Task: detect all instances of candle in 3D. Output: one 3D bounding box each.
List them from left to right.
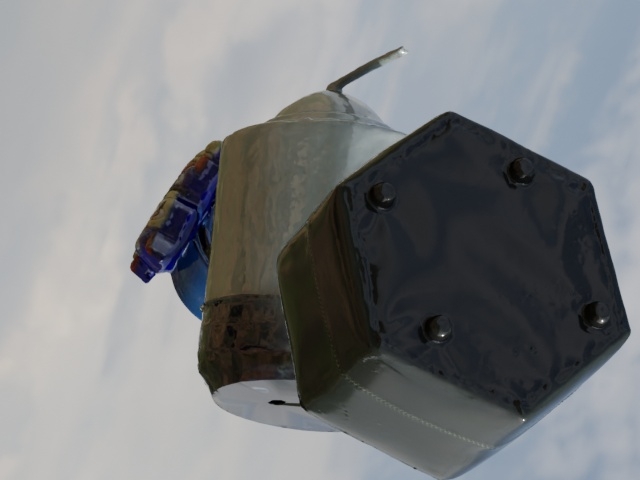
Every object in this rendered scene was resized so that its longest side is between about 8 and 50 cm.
[{"bbox_3d":[0.000,0.000,1.701,0.221,0.221,0.343,144,-47,-67],"label":"candle"}]

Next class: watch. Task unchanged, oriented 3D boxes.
[{"bbox_3d":[-0.099,0.010,2.003,0.196,0.200,0.171,-62,-173,-28],"label":"watch"}]

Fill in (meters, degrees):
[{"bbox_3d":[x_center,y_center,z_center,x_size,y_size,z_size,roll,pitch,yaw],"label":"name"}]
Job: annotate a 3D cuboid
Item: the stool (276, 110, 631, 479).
[{"bbox_3d":[0.090,0.038,1.220,0.141,0.232,0.232,133,-29,-57],"label":"stool"}]
